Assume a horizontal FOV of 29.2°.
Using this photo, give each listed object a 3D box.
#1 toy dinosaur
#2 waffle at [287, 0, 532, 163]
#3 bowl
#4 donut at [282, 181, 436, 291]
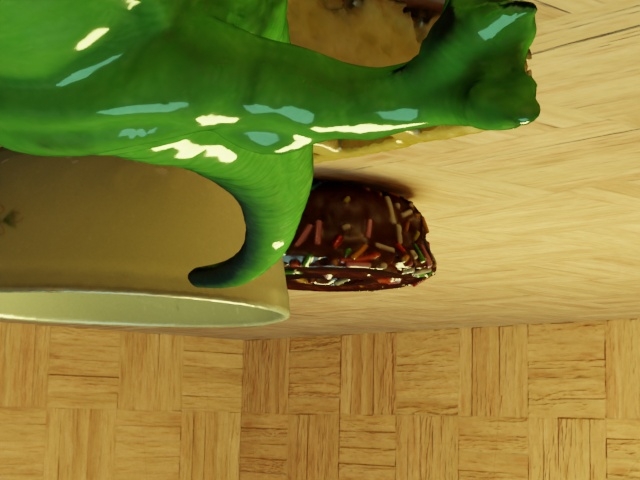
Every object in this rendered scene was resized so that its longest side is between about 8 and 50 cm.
[{"bbox_3d":[-0.132,-0.062,0.434,0.375,0.144,0.500,5,155,-20],"label":"toy dinosaur"},{"bbox_3d":[-0.043,-0.090,0.683,0.248,0.055,0.221,8,169,-42],"label":"waffle"},{"bbox_3d":[-0.159,-0.011,0.937,0.277,0.145,0.277,0,172,0],"label":"bowl"},{"bbox_3d":[0.000,0.000,1.179,0.235,0.089,0.235,2,171,0],"label":"donut"}]
